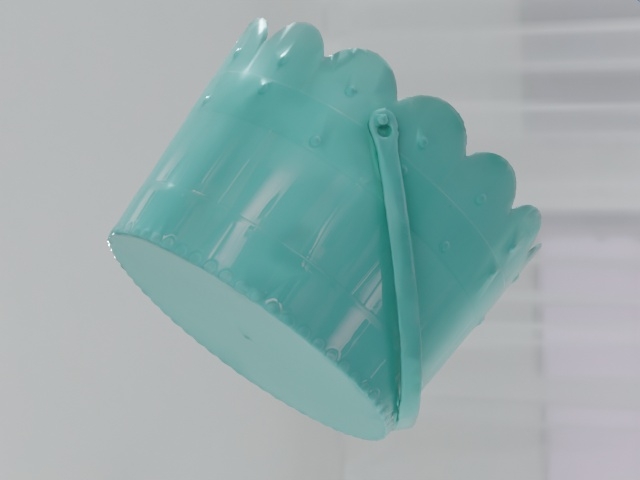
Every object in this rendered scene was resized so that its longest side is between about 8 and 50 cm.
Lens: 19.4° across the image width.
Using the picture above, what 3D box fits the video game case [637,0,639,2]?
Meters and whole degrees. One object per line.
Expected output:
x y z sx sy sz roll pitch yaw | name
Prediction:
0.154 -0.198 0.846 0.166 0.119 0.015 -63 11 4 | video game case

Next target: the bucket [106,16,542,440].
0.000 0.000 1.318 0.183 0.281 0.281 -54 -37 -14 | bucket
